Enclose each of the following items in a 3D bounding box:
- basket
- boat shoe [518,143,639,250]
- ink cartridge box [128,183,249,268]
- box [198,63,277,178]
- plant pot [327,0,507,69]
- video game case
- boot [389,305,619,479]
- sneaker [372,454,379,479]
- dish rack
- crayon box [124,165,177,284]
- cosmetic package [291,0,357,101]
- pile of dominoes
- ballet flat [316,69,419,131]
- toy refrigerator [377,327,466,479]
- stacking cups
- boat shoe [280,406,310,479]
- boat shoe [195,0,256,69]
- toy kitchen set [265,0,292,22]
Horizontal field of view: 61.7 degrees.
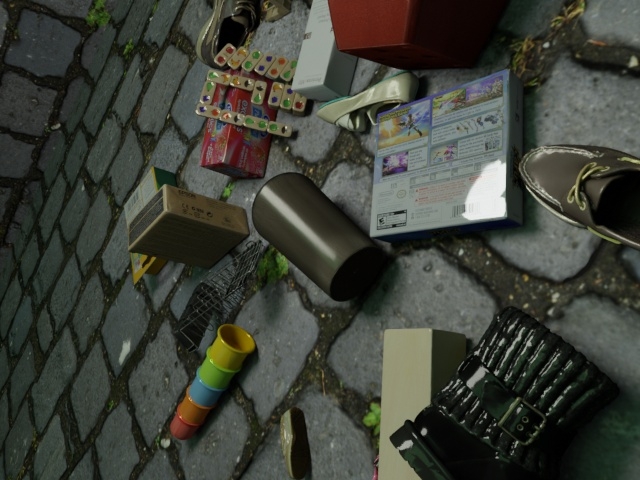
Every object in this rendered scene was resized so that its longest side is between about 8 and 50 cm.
[{"bbox_3d":[0.000,0.000,1.031,0.154,0.204,0.227,-44,55,-3],"label":"basket"},{"bbox_3d":[0.382,-0.053,0.681,0.324,0.097,0.116,43,110,45],"label":"boat shoe"},{"bbox_3d":[-0.330,-0.028,1.338,0.193,0.235,0.088,-35,54,34],"label":"ink cartridge box"},{"bbox_3d":[-0.204,-0.296,1.364,0.123,0.128,0.256,3,80,47],"label":"box"},{"bbox_3d":[0.165,-0.435,0.935,0.267,0.267,0.235,19,105,48],"label":"plant pot"},{"bbox_3d":[0.210,-0.131,0.917,0.270,0.061,0.244,-8,73,46],"label":"video game case"},{"bbox_3d":[0.286,0.278,0.662,0.260,0.131,0.348,-43,72,-3],"label":"boot"},{"bbox_3d":[0.113,0.356,0.875,0.047,0.057,0.119,9,84,50],"label":"sneaker"},{"bbox_3d":[-0.221,0.119,1.242,0.271,0.074,0.208,-36,23,26],"label":"dish rack"},{"bbox_3d":[-0.510,-0.042,1.650,0.203,0.083,0.323,-44,49,29],"label":"crayon box"},{"bbox_3d":[0.022,-0.436,1.199,0.117,0.085,0.231,9,84,49],"label":"cosmetic package"},{"bbox_3d":[-0.152,-0.364,1.267,0.040,0.251,0.195,106,178,-84],"label":"pile of dominoes"},{"bbox_3d":[0.090,-0.263,1.080,0.248,0.086,0.086,-13,69,44],"label":"ballet flat"},{"bbox_3d":[0.160,0.276,0.825,0.102,0.094,0.269,-14,67,50],"label":"toy refrigerator"},{"bbox_3d":[-0.272,0.341,1.265,0.316,0.096,0.096,-55,45,20],"label":"stacking cups"},{"bbox_3d":[-0.054,0.400,1.050,0.045,0.050,0.135,-36,44,39],"label":"boat shoe"},{"bbox_3d":[-0.235,-0.650,1.528,0.130,0.132,0.355,45,120,34],"label":"boat shoe"},{"bbox_3d":[-0.129,-0.643,1.431,0.083,0.075,0.068,-6,73,42],"label":"toy kitchen set"}]
